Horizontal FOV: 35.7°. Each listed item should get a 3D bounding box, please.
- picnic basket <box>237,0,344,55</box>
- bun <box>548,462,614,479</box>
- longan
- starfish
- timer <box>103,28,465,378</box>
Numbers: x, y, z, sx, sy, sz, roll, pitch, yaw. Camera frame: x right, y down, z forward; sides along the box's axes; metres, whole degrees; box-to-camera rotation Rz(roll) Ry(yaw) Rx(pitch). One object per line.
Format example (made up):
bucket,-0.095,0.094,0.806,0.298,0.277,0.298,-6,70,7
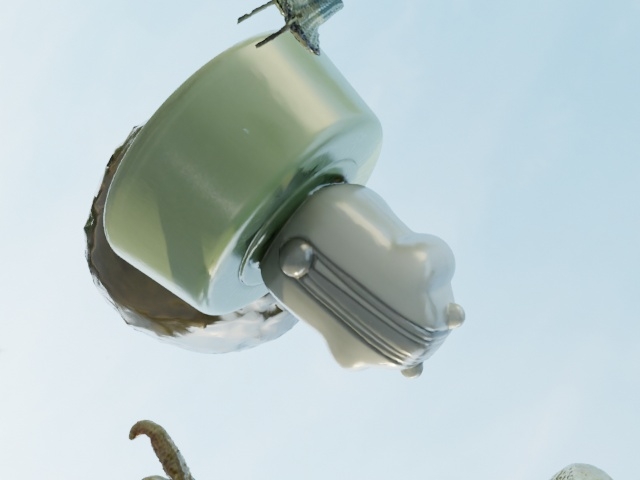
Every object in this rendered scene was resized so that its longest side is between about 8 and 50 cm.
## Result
picnic basket,-0.023,-0.176,0.757,0.083,0.083,0.065,-24,-142,0
bun,0.297,0.343,1.151,0.111,0.164,0.188,34,-29,6
longan,-0.175,-0.010,1.530,0.391,0.391,0.391,-5,-98,41
starfish,-0.074,0.312,1.065,0.094,0.327,0.375,-62,-173,-4
timer,0.000,0.000,0.966,0.315,0.291,0.291,42,-66,14
